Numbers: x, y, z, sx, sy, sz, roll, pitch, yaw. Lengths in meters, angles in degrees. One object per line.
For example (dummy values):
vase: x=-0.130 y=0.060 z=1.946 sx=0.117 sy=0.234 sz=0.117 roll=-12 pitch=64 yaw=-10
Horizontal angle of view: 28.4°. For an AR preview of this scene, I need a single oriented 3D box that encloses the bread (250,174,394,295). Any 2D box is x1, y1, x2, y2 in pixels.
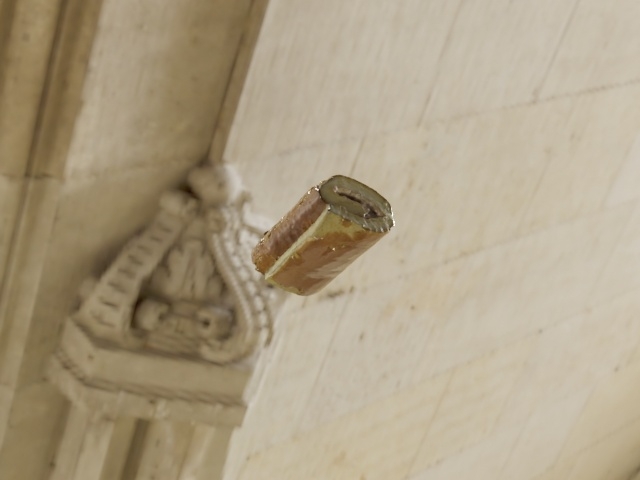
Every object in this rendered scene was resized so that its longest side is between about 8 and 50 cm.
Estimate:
bread: x=0.000 y=0.000 z=0.674 sx=0.047 sy=0.083 sz=0.036 roll=28 pitch=-128 yaw=-15
